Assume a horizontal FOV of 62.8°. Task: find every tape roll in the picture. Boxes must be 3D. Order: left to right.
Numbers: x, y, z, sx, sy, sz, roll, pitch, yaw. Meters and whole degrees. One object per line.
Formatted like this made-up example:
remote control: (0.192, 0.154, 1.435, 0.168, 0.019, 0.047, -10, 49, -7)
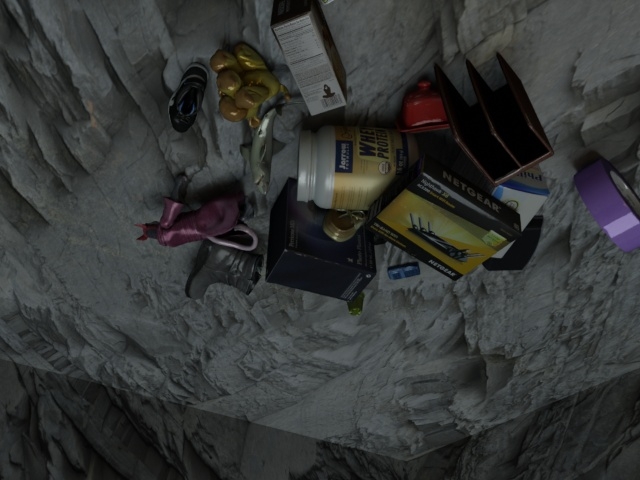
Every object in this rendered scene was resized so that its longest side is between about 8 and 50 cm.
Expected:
tape roll: (0.863, -0.105, 1.532, 0.274, 0.275, 0.090, 29, 131, -30)

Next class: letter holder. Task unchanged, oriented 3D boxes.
letter holder: (0.399, -0.322, 1.249, 0.152, 0.302, 0.214, -31, 131, 30)

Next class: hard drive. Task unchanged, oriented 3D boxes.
hard drive: (0.675, 0.019, 1.842, 0.171, 0.054, 0.255, -1, 139, -1)

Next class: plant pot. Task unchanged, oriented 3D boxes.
plant pot: (0.138, 0.253, 2.085, 0.083, 0.079, 0.083, 0, 139, 0)

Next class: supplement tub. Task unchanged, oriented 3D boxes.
supplement tub: (0.094, -0.198, 1.445, 0.316, 0.228, 0.228, 2, 139, -4)

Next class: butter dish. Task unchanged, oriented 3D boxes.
butter dish: (0.271, -0.353, 1.355, 0.160, 0.160, 0.118, -6, 116, 7)

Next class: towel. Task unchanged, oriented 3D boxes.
towel: (0.314, 0.119, 1.970, 0.119, 0.029, 0.067, -13, 139, 13)

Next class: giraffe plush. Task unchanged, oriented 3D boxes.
giraffe plush: (-0.195, -0.370, 1.320, 0.210, 0.182, 0.170, -14, 165, -41)

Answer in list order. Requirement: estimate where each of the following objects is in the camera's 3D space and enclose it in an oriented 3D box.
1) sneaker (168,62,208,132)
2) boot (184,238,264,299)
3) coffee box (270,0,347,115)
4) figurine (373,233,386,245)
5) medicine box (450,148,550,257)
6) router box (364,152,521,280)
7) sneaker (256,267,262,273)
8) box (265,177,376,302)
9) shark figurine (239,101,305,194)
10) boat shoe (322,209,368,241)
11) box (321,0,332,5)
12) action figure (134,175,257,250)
sneaker: (-0.353, -0.340, 1.353, 0.079, 0.121, 0.217, 17, 136, -18)
boot: (-0.340, 0.138, 1.847, 0.222, 0.118, 0.338, 29, 133, 0)
coffee box: (-0.021, -0.442, 1.228, 0.098, 0.141, 0.247, -14, 137, 15)
figurine: (0.268, -0.073, 1.709, 0.214, 0.092, 0.210, 9, 134, -12)
medicine box: (0.473, -0.146, 1.464, 0.149, 0.289, 0.264, 9, 139, -9)
router box: (0.307, -0.048, 1.334, 0.308, 0.081, 0.243, 29, 136, -14)
sneaker: (-0.285, 0.087, 1.887, 0.161, 0.075, 0.057, 8, 139, -10)
box: (0.000, 0.000, 1.621, 0.293, 0.296, 0.183, 14, 138, -17)
shark figurine: (-0.131, -0.287, 1.464, 0.116, 0.166, 0.278, -3, 128, -38)
boat shoe: (0.097, -0.094, 1.554, 0.104, 0.285, 0.089, 39, 130, 2)
box: (0.002, -0.616, 1.103, 0.114, 0.036, 0.207, -22, 135, 23)
action figure: (-0.383, -0.033, 1.616, 0.369, 0.276, 0.248, -14, 146, -6)
